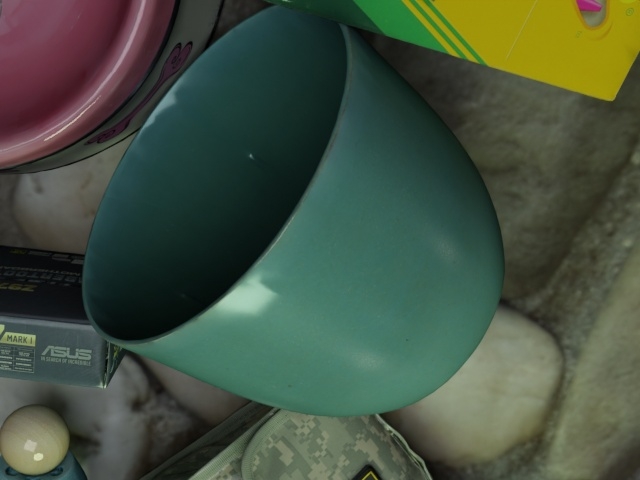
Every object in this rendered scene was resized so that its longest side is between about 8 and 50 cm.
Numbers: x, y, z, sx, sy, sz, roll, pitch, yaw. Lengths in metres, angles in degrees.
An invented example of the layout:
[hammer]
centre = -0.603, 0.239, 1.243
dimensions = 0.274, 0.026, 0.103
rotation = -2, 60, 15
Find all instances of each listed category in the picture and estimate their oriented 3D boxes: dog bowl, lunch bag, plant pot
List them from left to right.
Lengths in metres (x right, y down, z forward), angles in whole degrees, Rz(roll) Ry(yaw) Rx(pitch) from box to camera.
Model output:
[dog bowl]
centre = -0.279, -0.235, 1.075
dimensions = 0.408, 0.150, 0.408
rotation = 1, 105, 3
[lunch bag]
centre = -0.028, 0.266, 1.192
dimensions = 0.287, 0.169, 0.235
rotation = -37, 97, 4
[plant pot]
centre = 0.000, 0.000, 1.063
dimensions = 0.235, 0.293, 0.293
rotation = 34, 106, -32

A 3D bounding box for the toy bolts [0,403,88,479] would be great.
[toy bolts]
centre = -0.315, 0.221, 1.175
dimensions = 0.228, 0.218, 0.158
rotation = 1, 119, -5

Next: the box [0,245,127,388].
[box]
centre = -0.269, 0.054, 1.136
dimensions = 0.233, 0.183, 0.059
rotation = 6, 106, 2

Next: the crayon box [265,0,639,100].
[crayon box]
centre = 0.134, -0.305, 0.927
dimensions = 0.313, 0.106, 0.363
rotation = 13, 119, -22
